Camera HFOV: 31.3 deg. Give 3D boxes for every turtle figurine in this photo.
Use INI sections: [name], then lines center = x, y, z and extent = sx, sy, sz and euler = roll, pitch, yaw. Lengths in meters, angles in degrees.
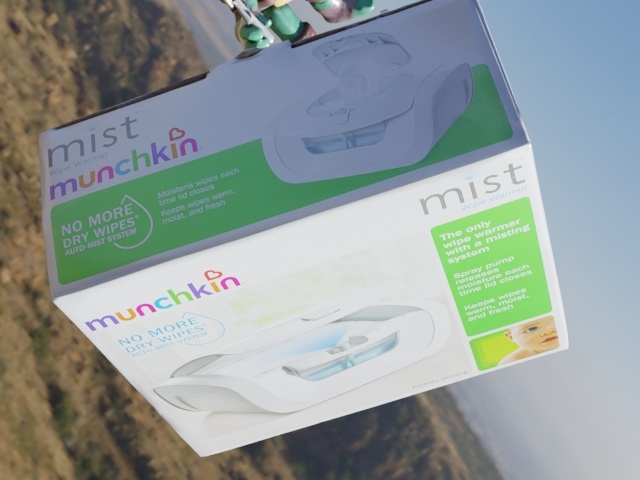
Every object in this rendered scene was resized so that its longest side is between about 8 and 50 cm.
[turtle figurine]
center = -0.036, -0.231, 0.983
extent = 0.118, 0.175, 0.234
euler = 20, -9, 35

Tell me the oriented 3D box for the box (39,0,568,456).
[box]
center = 0.000, 0.000, 0.695
extent = 0.231, 0.262, 0.127
euler = 65, 10, -55
